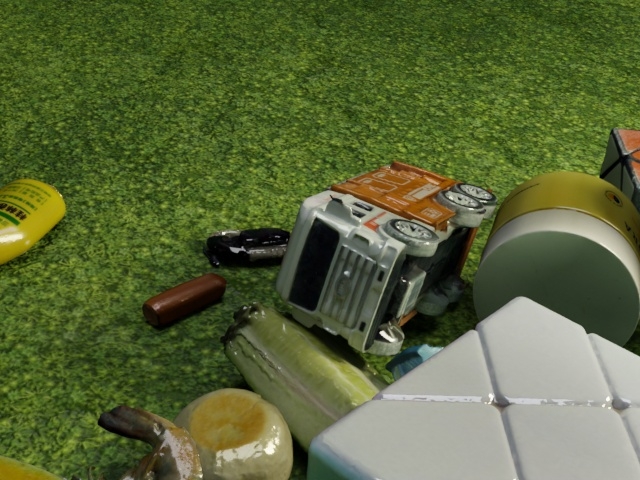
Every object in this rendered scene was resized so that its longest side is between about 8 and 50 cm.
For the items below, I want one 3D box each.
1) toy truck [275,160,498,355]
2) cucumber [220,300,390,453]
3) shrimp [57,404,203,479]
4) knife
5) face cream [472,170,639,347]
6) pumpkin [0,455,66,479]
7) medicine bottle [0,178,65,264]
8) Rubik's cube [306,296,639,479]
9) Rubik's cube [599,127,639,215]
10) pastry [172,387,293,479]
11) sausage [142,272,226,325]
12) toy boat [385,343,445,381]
[{"bbox_3d":[0.086,0.003,1.386,0.207,0.173,0.387,25,21,18],"label":"toy truck"},{"bbox_3d":[0.021,0.202,1.231,0.145,0.105,0.325,18,16,-49],"label":"cucumber"},{"bbox_3d":[-0.267,0.250,1.112,0.296,0.058,0.169,10,58,14],"label":"shrimp"},{"bbox_3d":[0.000,-0.005,1.599,0.366,0.043,0.089,-4,35,-14],"label":"knife"},{"bbox_3d":[0.332,0.037,1.410,0.218,0.218,0.179,13,33,13],"label":"face cream"},{"bbox_3d":[-0.340,0.359,0.875,0.333,0.199,0.332,6,25,-3],"label":"pumpkin"},{"bbox_3d":[-0.489,0.006,1.495,0.111,0.076,0.309,12,34,14],"label":"medicine bottle"},{"bbox_3d":[0.194,0.294,0.908,0.322,0.315,0.319,30,40,32],"label":"Rubik's cube"},{"bbox_3d":[0.537,-0.032,1.557,0.205,0.204,0.207,4,31,-1],"label":"Rubik's cube"},{"bbox_3d":[-0.107,0.239,1.165,0.157,0.092,0.156,-5,32,3],"label":"pastry"},{"bbox_3d":[-0.188,0.081,1.443,0.131,0.041,0.039,-24,37,-37],"label":"sausage"},{"bbox_3d":[0.164,0.210,1.228,0.215,0.102,0.088,39,42,20],"label":"toy boat"}]
